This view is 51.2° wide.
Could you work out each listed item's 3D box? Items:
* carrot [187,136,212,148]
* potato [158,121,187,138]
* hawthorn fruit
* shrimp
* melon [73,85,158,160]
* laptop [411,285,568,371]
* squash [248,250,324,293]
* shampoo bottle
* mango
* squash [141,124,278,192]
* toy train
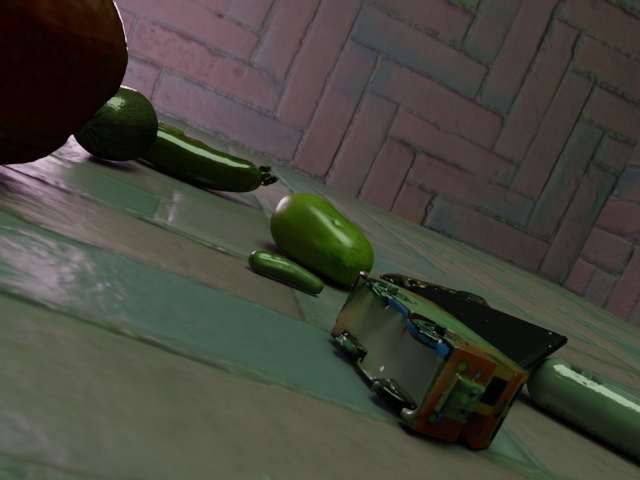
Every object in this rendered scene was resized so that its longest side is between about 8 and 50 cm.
[{"bbox_3d":[-0.235,-0.165,1.366,0.186,0.060,0.060,28,8,26],"label":"carrot"},{"bbox_3d":[-0.303,-0.183,1.221,0.138,0.070,0.091,20,17,-16],"label":"potato"},{"bbox_3d":[-0.317,-0.191,0.625,0.258,0.258,0.262,26,36,11],"label":"hawthorn fruit"},{"bbox_3d":[0.155,0.082,0.914,0.169,0.058,0.296,17,3,11],"label":"shrimp"},{"bbox_3d":[-0.304,-0.174,0.998,0.114,0.114,0.167,25,8,6],"label":"melon"},{"bbox_3d":[0.156,0.093,0.720,0.180,0.016,0.129,21,26,39],"label":"laptop"},{"bbox_3d":[-0.037,0.034,0.727,0.089,0.027,0.027,24,7,-13],"label":"squash"},{"bbox_3d":[0.256,0.157,0.672,0.195,0.056,0.056,27,8,20],"label":"shampoo bottle"},{"bbox_3d":[0.002,0.001,0.882,0.163,0.089,0.117,42,7,27],"label":"mango"},{"bbox_3d":[-0.226,-0.141,1.157,0.319,0.071,0.080,20,18,-14],"label":"squash"},{"bbox_3d":[0.079,0.087,0.533,0.099,0.072,0.188,20,9,-23],"label":"toy train"}]
